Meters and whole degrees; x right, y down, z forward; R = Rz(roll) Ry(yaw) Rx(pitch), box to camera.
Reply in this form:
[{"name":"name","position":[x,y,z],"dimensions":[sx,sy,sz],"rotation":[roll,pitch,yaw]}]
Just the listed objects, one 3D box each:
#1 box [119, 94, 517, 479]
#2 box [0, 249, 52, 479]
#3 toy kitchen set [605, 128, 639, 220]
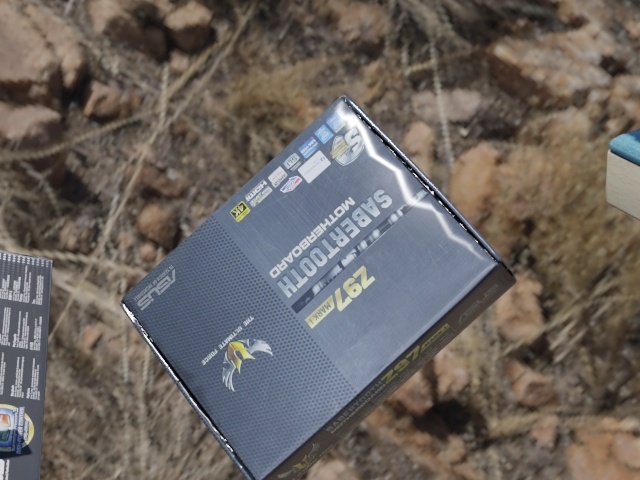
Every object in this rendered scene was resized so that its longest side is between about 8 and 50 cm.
[{"name":"box","position":[-0.005,0.037,0.949],"dimensions":[0.183,0.232,0.059],"rotation":[50,5,26]},{"name":"box","position":[-0.263,0.175,1.030],"dimensions":[0.060,0.216,0.270],"rotation":[10,42,-17]},{"name":"toy kitchen set","position":[0.276,-0.101,0.725],"dimensions":[0.207,0.166,0.122],"rotation":[-19,31,-25]}]
